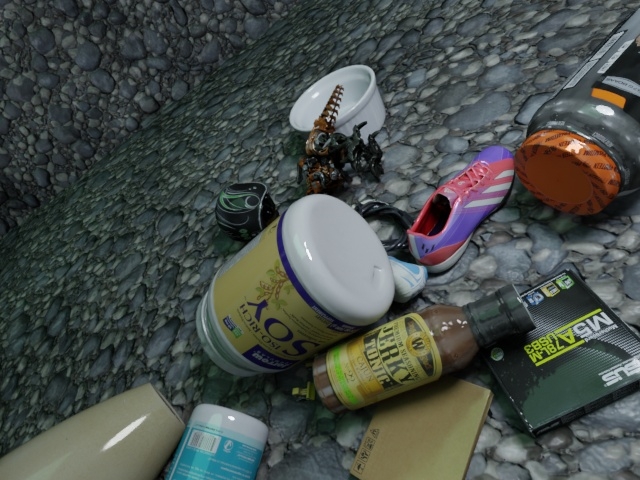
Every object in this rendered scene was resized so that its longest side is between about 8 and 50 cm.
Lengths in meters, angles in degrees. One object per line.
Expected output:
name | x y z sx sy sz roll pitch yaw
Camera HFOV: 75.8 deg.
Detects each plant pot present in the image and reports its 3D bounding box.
plant pot | -0.416 0.423 0.807 0.274 0.257 0.256 -39 38 -26

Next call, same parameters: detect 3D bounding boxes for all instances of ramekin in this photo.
ramekin | 0.058 -0.375 1.221 0.277 0.135 0.277 -20 44 21

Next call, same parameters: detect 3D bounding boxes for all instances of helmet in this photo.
helmet | -0.211 -0.079 1.138 0.161 0.169 0.170 3 54 18

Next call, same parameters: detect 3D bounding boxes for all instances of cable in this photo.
cable | 0.125 -0.028 0.896 0.150 0.047 0.184 -22 40 -12

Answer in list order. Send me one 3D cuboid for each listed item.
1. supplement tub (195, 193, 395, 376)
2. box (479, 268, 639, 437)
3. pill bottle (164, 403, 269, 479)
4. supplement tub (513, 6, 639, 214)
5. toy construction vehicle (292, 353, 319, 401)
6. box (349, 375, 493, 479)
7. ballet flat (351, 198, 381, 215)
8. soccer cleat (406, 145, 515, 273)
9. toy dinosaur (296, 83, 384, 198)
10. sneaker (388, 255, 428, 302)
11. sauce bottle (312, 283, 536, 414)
supplement tub | -0.057 0.097 0.759 0.331 0.241 0.241 -38 36 33
box | 0.342 0.157 0.604 0.190 0.045 0.184 -31 39 11
pill bottle | -0.193 0.425 0.684 0.146 0.146 0.264 -5 51 33
supplement tub | 0.504 -0.216 0.694 0.338 0.207 0.207 -46 41 -6
toy construction vehicle | -0.009 0.257 0.783 0.098 0.035 0.086 -15 46 26
box | 0.153 0.299 0.635 0.164 0.021 0.201 9 60 42
ballet flat | 0.097 -0.075 0.997 0.114 0.041 0.041 -21 44 21
soccer cleat | 0.281 -0.086 0.810 0.108 0.116 0.318 25 71 46
toy dinosaur | 0.027 -0.221 1.038 0.218 0.322 0.164 8 24 33
sneaker | 0.112 0.066 0.842 0.086 0.085 0.237 -26 25 -34
sauce bottle | 0.150 0.168 0.645 0.344 0.111 0.111 -30 41 19
